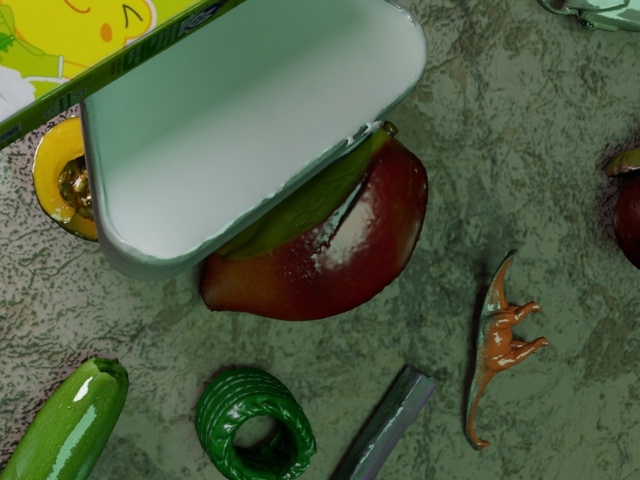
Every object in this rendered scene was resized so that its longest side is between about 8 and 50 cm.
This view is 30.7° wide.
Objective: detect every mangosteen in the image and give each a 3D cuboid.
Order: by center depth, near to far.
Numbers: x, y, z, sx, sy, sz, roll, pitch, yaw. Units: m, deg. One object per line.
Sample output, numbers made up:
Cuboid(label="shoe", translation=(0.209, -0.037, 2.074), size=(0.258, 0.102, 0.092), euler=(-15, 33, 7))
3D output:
Cuboid(label="mangosteen", translation=(0.435, -0.049, 1.396), size=(0.200, 0.200, 0.200), euler=(-8, 110, -23))

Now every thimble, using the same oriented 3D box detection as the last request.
Cuboid(label="thimble", translation=(-0.070, 0.207, 1.268), size=(0.130, 0.090, 0.118), euler=(23, 98, -29))

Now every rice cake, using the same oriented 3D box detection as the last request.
Cuboid(label="rice cake", translation=(0.067, 0.241, 1.376), size=(0.047, 0.036, 0.206), euler=(35, 89, -35))

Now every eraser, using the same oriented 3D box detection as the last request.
Cuboid(label="eraser", translation=(-0.112, -0.166, 1.028), size=(0.331, 0.150, 0.331), euler=(2, 83, -13))

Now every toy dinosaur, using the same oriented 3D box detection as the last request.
Cuboid(label="toy dinosaur", translation=(0.219, 0.133, 1.408), size=(0.101, 0.055, 0.279), euler=(-11, 112, -13))

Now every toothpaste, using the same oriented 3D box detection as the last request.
Cuboid(label="toothpaste", translation=(-0.163, -0.193, 0.906), size=(0.327, 0.077, 0.110), euler=(-34, 88, -14))

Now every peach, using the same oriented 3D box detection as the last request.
Cuboid(label="peach", translation=(0.004, 0.000, 1.200), size=(0.267, 0.154, 0.159), euler=(-45, 121, -7))

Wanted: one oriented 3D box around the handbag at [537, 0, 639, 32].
Cuboid(label="handbag", translation=(0.335, -0.358, 1.294), size=(0.219, 0.079, 0.256), euler=(9, 102, -17))

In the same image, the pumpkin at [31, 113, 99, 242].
Cuboid(label="pumpkin", translation=(-0.182, -0.053, 1.118), size=(0.183, 0.107, 0.119), euler=(8, 83, -13))

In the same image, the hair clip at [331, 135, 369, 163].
Cuboid(label="hair clip", translation=(-0.018, -0.122, 1.171), size=(0.220, 0.140, 0.054), euler=(-43, 150, -6))

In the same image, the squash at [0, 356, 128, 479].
Cuboid(label="squash", translation=(-0.284, 0.248, 1.182), size=(0.082, 0.082, 0.292), euler=(26, 93, -30))
